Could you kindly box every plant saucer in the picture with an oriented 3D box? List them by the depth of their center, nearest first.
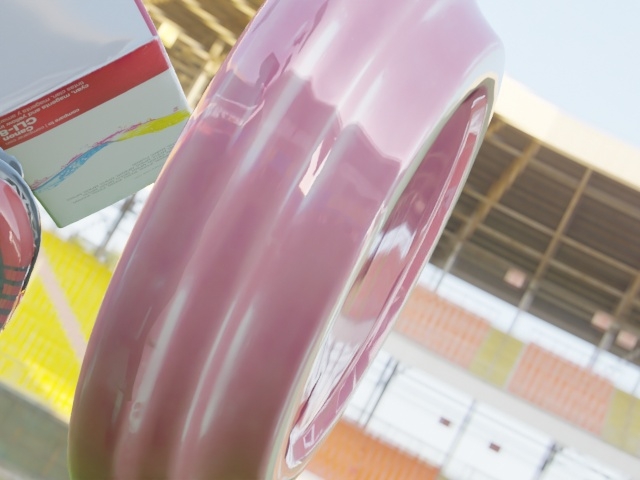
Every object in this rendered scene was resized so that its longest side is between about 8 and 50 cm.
[{"bbox_3d":[0.000,0.000,0.683,0.084,0.332,0.332,28,-12,10],"label":"plant saucer"}]

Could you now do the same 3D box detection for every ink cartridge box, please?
[{"bbox_3d":[-0.170,-0.114,0.942,0.128,0.127,0.176,61,-4,23],"label":"ink cartridge box"}]

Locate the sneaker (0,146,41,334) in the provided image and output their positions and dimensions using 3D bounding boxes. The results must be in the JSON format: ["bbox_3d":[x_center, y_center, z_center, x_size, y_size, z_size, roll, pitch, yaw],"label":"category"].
[{"bbox_3d":[-0.197,0.080,0.475,0.097,0.276,0.135,45,1,-24],"label":"sneaker"}]
